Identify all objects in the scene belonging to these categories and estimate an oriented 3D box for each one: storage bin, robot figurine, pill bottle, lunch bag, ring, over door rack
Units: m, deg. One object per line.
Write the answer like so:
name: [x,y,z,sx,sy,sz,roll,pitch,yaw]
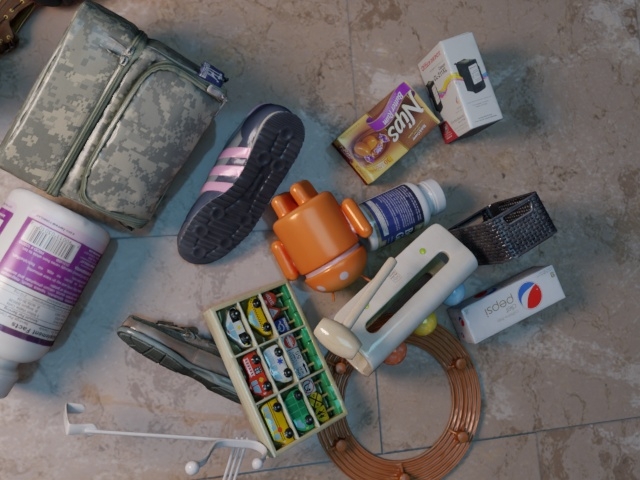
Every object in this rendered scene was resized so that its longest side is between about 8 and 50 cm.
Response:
storage bin: [0.335,-0.018,1.189,0.122,0.180,0.084,-30,92,-14]
robot figurine: [0.001,-0.001,1.135,0.158,0.128,0.219,-32,93,-19]
pill bottle: [0.147,-0.053,1.192,0.169,0.094,0.094,-25,91,-14]
lunch bag: [-0.322,-0.194,1.015,0.256,0.212,0.305,30,98,-25]
ring: [0.153,0.305,1.195,0.336,0.032,0.336,1,86,-13]
pill bottle: [-0.475,0.083,0.996,0.169,0.169,0.301,28,79,-9]
over door rack: [-0.269,0.412,1.005,0.324,0.108,0.239,15,107,-12]

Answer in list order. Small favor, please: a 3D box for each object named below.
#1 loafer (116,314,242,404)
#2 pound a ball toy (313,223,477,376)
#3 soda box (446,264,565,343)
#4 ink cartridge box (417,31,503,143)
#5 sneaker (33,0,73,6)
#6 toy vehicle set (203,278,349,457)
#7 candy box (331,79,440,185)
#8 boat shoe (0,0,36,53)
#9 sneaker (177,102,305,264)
loafer: [-0.217,0.192,1.098,0.267,0.096,0.084,33,60,-16]
pound a ball toy: [0.138,0.116,1.096,0.319,0.208,0.136,-42,77,-18]
soda box: [0.363,0.123,1.241,0.216,0.069,0.074,-24,91,-13]
ink cartridge box: [0.265,-0.290,1.224,0.072,0.127,0.175,-20,89,-12]
sneaker: [-0.368,-0.509,1.089,0.314,0.116,0.136,-13,62,-7]
toy vehicle set: [-0.075,0.215,1.101,0.166,0.035,0.267,-21,83,-36]
candy box: [0.127,-0.207,1.223,0.187,0.053,0.109,-41,95,-12]
boat shoe: [-0.541,-0.349,1.070,0.060,0.064,0.178,24,76,-12]
sneaker: [-0.151,-0.104,1.133,0.112,0.131,0.319,34,98,-36]
